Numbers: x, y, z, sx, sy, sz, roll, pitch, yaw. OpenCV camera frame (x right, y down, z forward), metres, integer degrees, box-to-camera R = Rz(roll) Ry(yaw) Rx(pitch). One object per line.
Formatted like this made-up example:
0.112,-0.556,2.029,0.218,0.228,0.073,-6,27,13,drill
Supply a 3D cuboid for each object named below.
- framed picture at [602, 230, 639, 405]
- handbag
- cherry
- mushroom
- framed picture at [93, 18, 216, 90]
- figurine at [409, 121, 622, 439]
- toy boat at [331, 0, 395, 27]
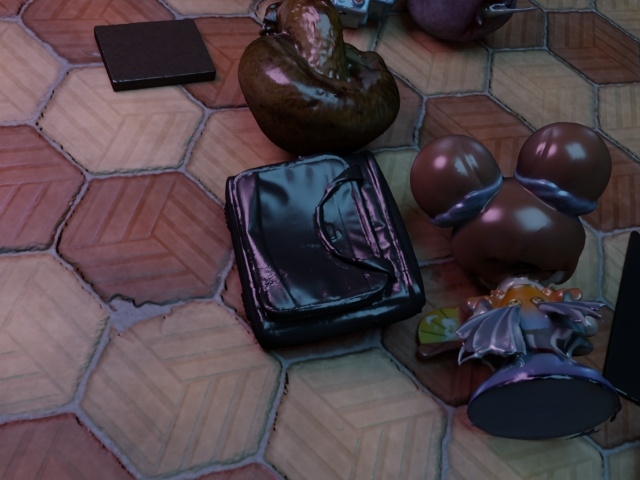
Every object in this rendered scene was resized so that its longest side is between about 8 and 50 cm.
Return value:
0.579,0.152,1.117,0.244,0.013,0.324,28,54,3,framed picture
0.000,0.000,0.974,0.244,0.088,0.275,-11,58,-8,handbag
0.263,-0.477,1.342,0.213,0.184,0.266,-8,44,-31,cherry
-0.007,-0.248,1.095,0.263,0.195,0.283,-1,64,-27,mushroom
-0.271,-0.307,1.162,0.168,0.023,0.128,-13,62,-24,framed picture
0.266,0.043,0.969,0.276,0.248,0.388,-3,52,10,figurine
-0.015,-0.478,1.293,0.331,0.145,0.133,11,83,-9,toy boat
